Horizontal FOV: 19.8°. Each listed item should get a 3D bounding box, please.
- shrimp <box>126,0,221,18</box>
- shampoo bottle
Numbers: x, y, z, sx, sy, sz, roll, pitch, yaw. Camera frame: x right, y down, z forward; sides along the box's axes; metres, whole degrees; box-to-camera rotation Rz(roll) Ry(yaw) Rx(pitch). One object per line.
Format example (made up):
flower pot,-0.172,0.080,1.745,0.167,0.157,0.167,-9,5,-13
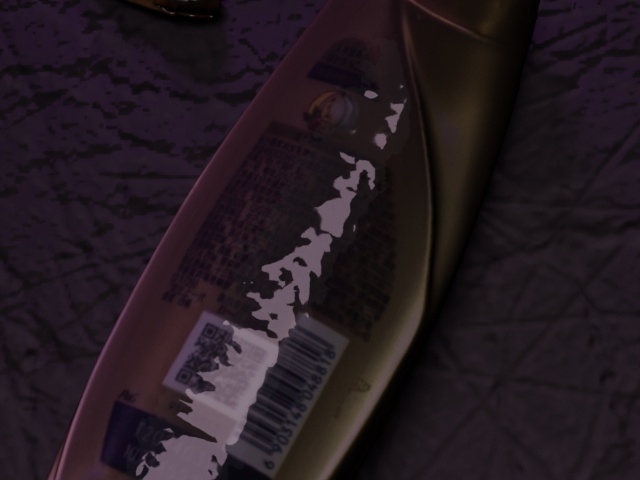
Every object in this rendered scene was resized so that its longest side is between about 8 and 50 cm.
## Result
shrimp,-0.046,-0.175,0.940,0.178,0.034,0.124,-6,69,4
shampoo bottle,0.000,0.000,0.833,0.125,0.084,0.350,23,71,12
